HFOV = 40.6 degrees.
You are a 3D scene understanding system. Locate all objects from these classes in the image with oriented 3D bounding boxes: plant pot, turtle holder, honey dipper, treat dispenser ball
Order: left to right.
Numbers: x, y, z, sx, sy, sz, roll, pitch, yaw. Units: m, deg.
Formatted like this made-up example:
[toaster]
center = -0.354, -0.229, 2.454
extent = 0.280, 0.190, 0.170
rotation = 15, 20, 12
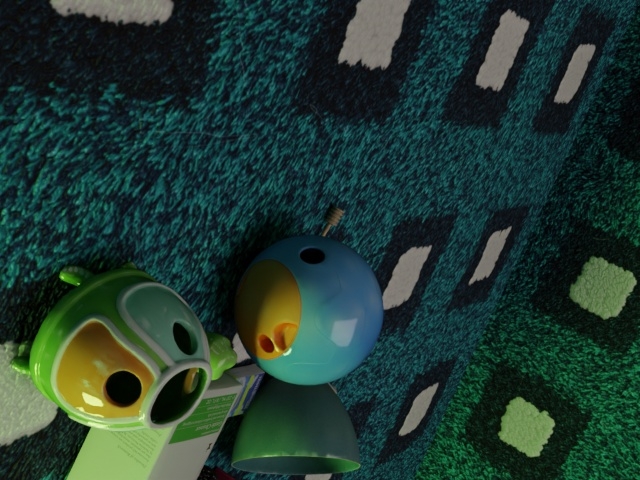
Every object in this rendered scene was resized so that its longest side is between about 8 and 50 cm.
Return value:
[turtle holder]
center = -0.281, 0.188, 1.329
extent = 0.243, 0.227, 0.320
rotation = -53, 153, -14
[plant pot]
center = -0.054, 0.416, 1.968
extent = 0.290, 0.290, 0.195
rotation = 53, 34, -62
[treat dispenser ball]
center = -0.023, 0.133, 1.659
extent = 0.288, 0.288, 0.288
rotation = -42, 149, -33
[honey dipper]
center = 0.000, 0.000, 1.857
extent = 0.161, 0.030, 0.030
rotation = -60, 154, 5

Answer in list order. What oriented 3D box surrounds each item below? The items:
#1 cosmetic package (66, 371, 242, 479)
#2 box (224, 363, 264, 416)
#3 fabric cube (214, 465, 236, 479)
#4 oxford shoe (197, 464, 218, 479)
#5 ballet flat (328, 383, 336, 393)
[cosmetic package]
center = -0.316, 0.386, 1.558
extent = 0.197, 0.155, 0.366
rotation = 6, 110, -65
[box]
center = -0.190, 0.324, 1.845
extent = 0.178, 0.042, 0.109
rotation = 2, 116, -60
[fabric cube]
center = -0.203, 0.730, 2.001
extent = 0.258, 0.259, 0.254
rotation = -51, 152, -22
[oxford shoe]
center = -0.308, 0.542, 1.840
extent = 0.227, 0.083, 0.096
rotation = -12, 146, -55
[ballet flat]
center = -0.002, 0.393, 2.186
extent = 0.095, 0.096, 0.280
rotation = -49, 152, -20
